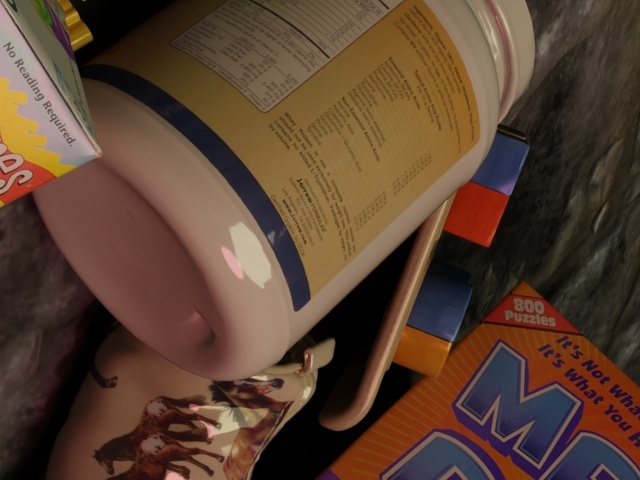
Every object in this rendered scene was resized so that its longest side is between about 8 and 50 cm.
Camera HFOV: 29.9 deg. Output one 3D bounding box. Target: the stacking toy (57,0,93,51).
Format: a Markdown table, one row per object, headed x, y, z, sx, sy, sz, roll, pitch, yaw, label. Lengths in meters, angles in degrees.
| x | y | z | sx | sy | sz | roll | pitch | yaw | label |
| --- | --- | --- | --- | --- | --- | --- | --- | --- | --- |
| -0.076 | -0.173 | 0.684 | 0.167 | 0.221 | 0.052 | -35 | 103 | -15 | stacking toy |

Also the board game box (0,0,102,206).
| x | y | z | sx | sy | sz | roll | pitch | yaw | label |
| --- | --- | --- | --- | --- | --- | --- | --- | --- | --- |
| -0.247 | -0.053 | 0.466 | 0.275 | 0.144 | 0.142 | -28 | 127 | 1 | board game box |

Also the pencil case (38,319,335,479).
| x | y | z | sx | sy | sz | roll | pitch | yaw | label |
| --- | --- | --- | --- | --- | --- | --- | --- | --- | --- |
| -0.140 | 0.230 | 0.948 | 0.410 | 0.183 | 0.160 | -66 | 172 | 7 | pencil case |

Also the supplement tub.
| x | y | z | sx | sy | sz | roll | pitch | yaw | label |
| --- | --- | --- | --- | --- | --- | --- | --- | --- | --- |
| -0.020 | -0.081 | 0.828 | 0.316 | 0.228 | 0.228 | -42 | 144 | -28 | supplement tub |

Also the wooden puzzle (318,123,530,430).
| x | y | z | sx | sy | sz | roll | pitch | yaw | label |
| --- | --- | --- | --- | --- | --- | --- | --- | --- | --- |
| 0.123 | 0.000 | 1.126 | 0.348 | 0.080 | 0.322 | -65 | 176 | 10 | wooden puzzle |

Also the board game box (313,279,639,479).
| x | y | z | sx | sy | sz | roll | pitch | yaw | label |
| --- | --- | --- | --- | --- | --- | --- | --- | --- | --- |
| 0.166 | 0.339 | 1.214 | 0.356 | 0.356 | 0.356 | -39 | 166 | -32 | board game box |
